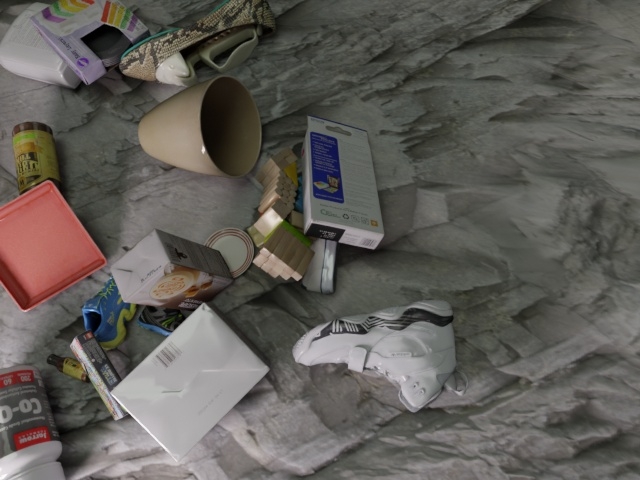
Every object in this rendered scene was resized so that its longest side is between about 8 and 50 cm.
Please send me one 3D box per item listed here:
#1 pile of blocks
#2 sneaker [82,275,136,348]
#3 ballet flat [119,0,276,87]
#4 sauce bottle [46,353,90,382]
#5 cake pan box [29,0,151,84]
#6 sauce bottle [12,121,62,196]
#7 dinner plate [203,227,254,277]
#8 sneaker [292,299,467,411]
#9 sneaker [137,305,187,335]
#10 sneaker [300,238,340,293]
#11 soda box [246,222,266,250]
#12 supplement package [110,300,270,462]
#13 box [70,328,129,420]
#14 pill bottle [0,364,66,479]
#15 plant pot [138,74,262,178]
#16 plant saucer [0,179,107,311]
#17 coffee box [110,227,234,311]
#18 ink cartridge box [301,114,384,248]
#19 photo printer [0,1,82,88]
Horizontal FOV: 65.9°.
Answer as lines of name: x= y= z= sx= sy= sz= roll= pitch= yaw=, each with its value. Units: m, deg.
pile of blocks: x=-0.089 y=-0.053 z=1.181 sx=0.148 sy=0.112 sz=0.363 roll=21 pitch=51 yaw=-28
sneaker: x=-0.512 y=0.143 z=1.222 sx=0.091 sy=0.126 sz=0.240 roll=1 pitch=70 yaw=10
ballet flat: x=-0.348 y=-0.562 z=1.456 sx=0.482 sy=0.164 sz=0.182 roll=-29 pitch=83 yaw=-4
sauce bottle: x=-0.620 y=0.313 z=1.223 sx=0.128 sy=0.042 sz=0.042 roll=16 pitch=73 yaw=13
cake pan box: x=-0.679 y=-0.624 z=1.479 sx=0.245 sy=0.070 sz=0.267 roll=-41 pitch=80 yaw=-15
sauce bottle: x=-0.792 y=-0.167 z=1.394 sx=0.111 sy=0.111 sz=0.345 roll=-19 pitch=73 yaw=2
dinner plate: x=-0.239 y=0.035 z=1.275 sx=0.141 sy=0.017 sz=0.141 roll=-3 pitch=70 yaw=9
sneaker: x=0.128 y=0.265 z=1.057 sx=0.365 sy=0.137 sz=0.211 roll=-14 pitch=65 yaw=1
sneaker: x=-0.361 y=0.195 z=1.208 sx=0.188 sy=0.067 sz=0.078 roll=11 pitch=78 yaw=17
sneaker: x=0.000 y=0.000 z=1.204 sx=0.091 sy=0.094 sz=0.258 roll=4 pitch=70 yaw=9
soda box: x=-0.092 y=-0.045 z=1.257 sx=0.181 sy=0.058 sz=0.061 roll=-33 pitch=68 yaw=-4
supplement package: x=-0.273 y=0.295 z=1.083 sx=0.262 sy=0.145 sz=0.204 roll=-44 pitch=90 yaw=-8
box: x=-0.498 y=0.310 z=1.132 sx=0.036 sy=0.114 sz=0.207 roll=-31 pitch=86 yaw=-38
pill bottle: x=-0.688 y=0.446 z=1.120 sx=0.161 sy=0.161 sz=0.283 roll=-31 pitch=68 yaw=-3
plant pot: x=-0.339 y=-0.290 z=1.314 sx=0.273 sy=0.256 sz=0.257 roll=2 pitch=69 yaw=28
plant saucer: x=-0.737 y=0.014 z=1.298 sx=0.258 sy=0.048 sz=0.259 roll=-31 pitch=103 yaw=-3
coffee box: x=-0.332 y=0.077 z=1.139 sx=0.141 sy=0.246 sz=0.098 roll=-38 pitch=66 yaw=10
ink cartridge box: x=0.045 y=-0.152 z=1.200 sx=0.175 sy=0.069 sz=0.371 roll=11 pitch=51 yaw=-17
photo printer: x=-0.872 y=-0.632 z=1.588 sx=0.307 sy=0.107 sz=0.256 roll=16 pitch=72 yaw=15
